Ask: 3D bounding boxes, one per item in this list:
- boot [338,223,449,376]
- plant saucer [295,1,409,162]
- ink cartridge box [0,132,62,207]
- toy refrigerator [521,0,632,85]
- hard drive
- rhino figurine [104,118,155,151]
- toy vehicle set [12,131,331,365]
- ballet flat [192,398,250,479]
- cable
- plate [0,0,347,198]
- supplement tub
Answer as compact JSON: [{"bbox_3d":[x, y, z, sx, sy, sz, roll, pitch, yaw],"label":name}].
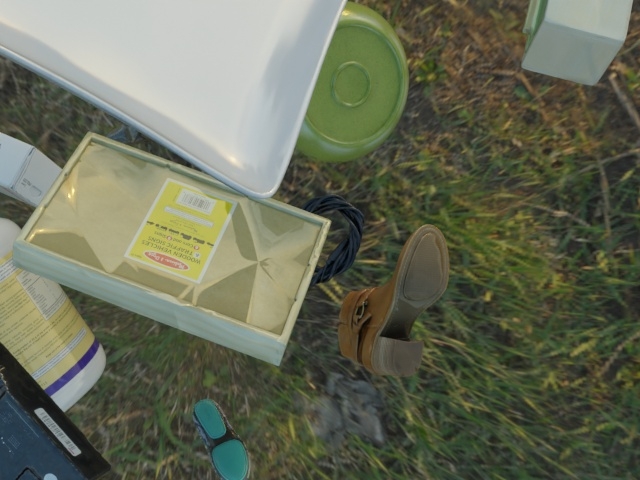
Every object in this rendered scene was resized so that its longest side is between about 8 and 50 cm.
[{"bbox_3d":[0.127,0.106,1.825,0.109,0.220,0.283,8,89,-27],"label":"boot"},{"bbox_3d":[0.039,-0.233,1.476,0.241,0.037,0.241,-7,104,-27],"label":"plant saucer"},{"bbox_3d":[-0.603,-0.148,1.818,0.218,0.158,0.092,24,81,12],"label":"ink cartridge box"},{"bbox_3d":[0.289,-0.316,1.071,0.094,0.102,0.269,14,73,2],"label":"toy refrigerator"},{"bbox_3d":[-0.421,0.285,1.118,0.237,0.064,0.339,45,106,9],"label":"hard drive"},{"bbox_3d":[-0.246,-0.180,1.466,0.106,0.243,0.073,-16,84,-40],"label":"rhino figurine"},{"bbox_3d":[-0.136,0.002,0.957,0.267,0.035,0.166,21,48,1],"label":"toy vehicle set"},{"bbox_3d":[-0.101,0.217,1.037,0.041,0.041,0.114,-28,49,-7],"label":"ballet flat"},{"bbox_3d":[0.000,0.000,1.810,0.184,0.047,0.150,-27,69,20],"label":"cable"},{"bbox_3d":[-0.121,-0.189,0.713,0.277,0.045,0.278,28,55,-15],"label":"plate"},{"bbox_3d":[-0.503,0.116,1.477,0.241,0.241,0.331,-32,105,-7],"label":"supplement tub"}]
